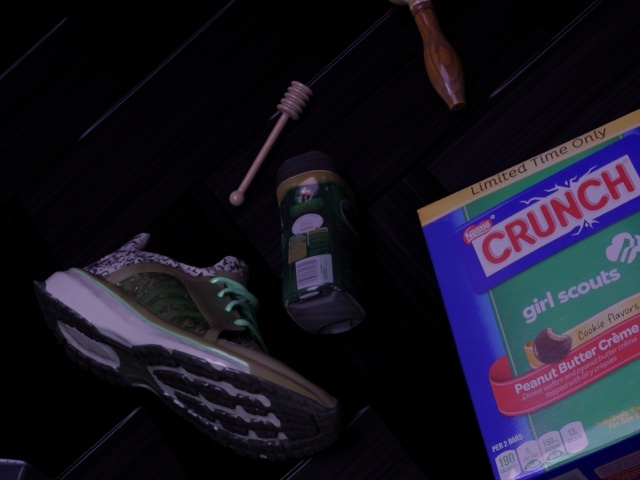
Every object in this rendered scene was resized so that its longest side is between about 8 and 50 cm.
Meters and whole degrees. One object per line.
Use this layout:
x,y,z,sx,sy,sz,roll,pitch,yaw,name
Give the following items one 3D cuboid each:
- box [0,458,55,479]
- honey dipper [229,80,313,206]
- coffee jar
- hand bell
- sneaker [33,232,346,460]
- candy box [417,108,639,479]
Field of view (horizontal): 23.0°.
-0.323,0.345,1.611,0.108,0.153,0.207,-5,59,30,box
-0.059,-0.109,1.811,0.030,0.030,0.161,21,77,38,honey dipper
0.000,0.000,1.663,0.079,0.096,0.184,-17,54,19,coffee jar
0.118,-0.249,1.761,0.126,0.126,0.242,-25,65,16,hand bell
-0.119,0.084,1.667,0.410,0.158,0.182,24,59,34,sneaker
0.262,0.062,1.450,0.268,0.122,0.317,-26,51,16,candy box
